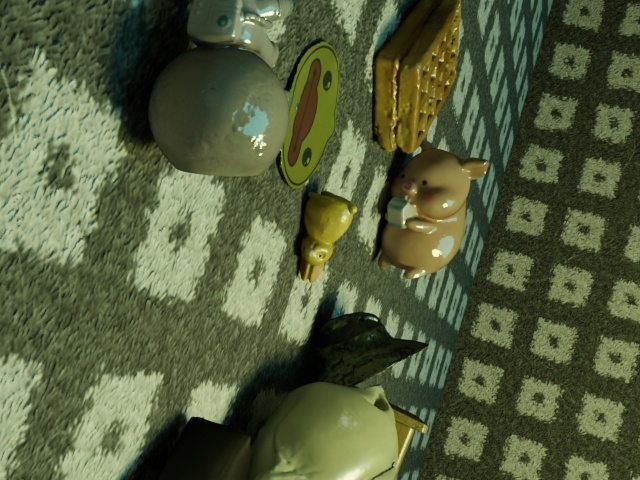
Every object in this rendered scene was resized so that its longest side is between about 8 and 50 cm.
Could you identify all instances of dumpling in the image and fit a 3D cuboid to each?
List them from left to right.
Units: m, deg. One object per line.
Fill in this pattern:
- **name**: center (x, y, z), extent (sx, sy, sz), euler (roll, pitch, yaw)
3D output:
- **dumpling**: center (-0.022, 0.394, 1.279), extent (0.395, 0.233, 0.315), euler (-27, 144, -61)

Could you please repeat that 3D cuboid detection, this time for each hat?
- **hat**: center (0.067, 0.203, 1.508), extent (0.128, 0.266, 0.265), euler (68, 22, 2)

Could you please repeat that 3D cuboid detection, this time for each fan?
- **fan**: center (-0.028, -0.191, 1.158), extent (0.335, 0.011, 0.229), euler (6, 99, -71)

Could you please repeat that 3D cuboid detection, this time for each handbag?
- **handbag**: center (-0.189, 0.402, 0.998), extent (0.285, 0.114, 0.257), euler (-60, 163, -54)

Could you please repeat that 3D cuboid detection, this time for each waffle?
- **waffle**: center (0.202, -0.346, 1.567), extent (0.224, 0.098, 0.327), euler (89, 25, -43)

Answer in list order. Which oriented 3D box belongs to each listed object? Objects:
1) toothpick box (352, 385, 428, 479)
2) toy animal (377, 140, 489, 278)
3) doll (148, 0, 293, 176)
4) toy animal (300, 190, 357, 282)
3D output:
- **toothpick box**: center (0.077, 0.485, 1.664), extent (0.187, 0.190, 0.308), euler (121, -7, -85)
- **toy animal**: center (0.229, -0.072, 1.738), extent (0.213, 0.195, 0.256), euler (-21, 126, -36)
- **doll**: center (-0.093, -0.210, 0.778), extent (0.151, 0.151, 0.287), euler (-19, 118, -67)
- **toy animal**: center (0.002, 0.001, 1.295), extent (0.070, 0.083, 0.159), euler (-10, 122, -61)
